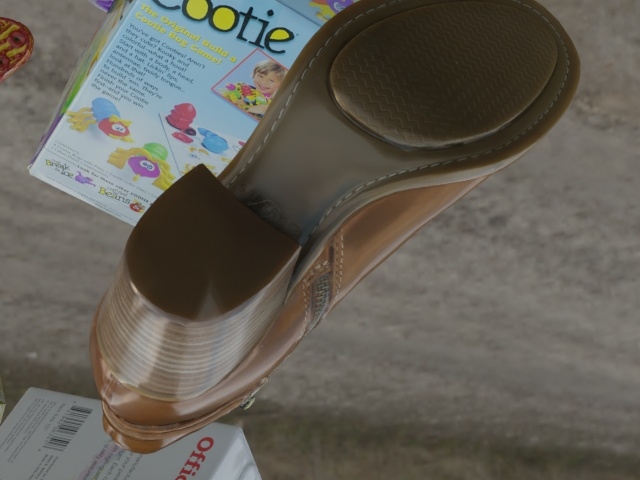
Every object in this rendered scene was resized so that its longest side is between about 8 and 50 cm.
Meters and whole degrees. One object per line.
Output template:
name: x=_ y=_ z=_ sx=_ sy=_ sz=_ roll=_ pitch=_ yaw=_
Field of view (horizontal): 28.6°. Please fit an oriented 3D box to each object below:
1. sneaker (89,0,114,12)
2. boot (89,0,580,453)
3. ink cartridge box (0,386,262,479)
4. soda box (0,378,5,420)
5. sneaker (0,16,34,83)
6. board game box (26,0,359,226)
sneaker: x=-0.182 y=-0.254 z=1.062 sx=0.095 sy=0.104 sz=0.236 roll=-31 pitch=174 yaw=-5
boot: x=0.000 y=0.000 z=0.651 sx=0.283 sy=0.109 sz=0.220 roll=-44 pitch=171 yaw=-27
ink cartridge box: x=-0.181 y=0.261 z=1.110 sx=0.233 sy=0.171 sz=0.168 roll=7 pitch=134 yaw=27
soda box: x=-0.445 y=0.245 z=1.584 sx=0.058 sy=0.061 sz=0.181 roll=4 pitch=129 yaw=-27
sneaker: x=-0.312 y=-0.131 z=1.032 sx=0.175 sy=0.064 sz=0.067 roll=-28 pitch=180 yaw=6
board game box: x=-0.083 y=-0.138 z=0.914 sx=0.144 sy=0.142 sz=0.275 roll=28 pitch=140 yaw=-17
